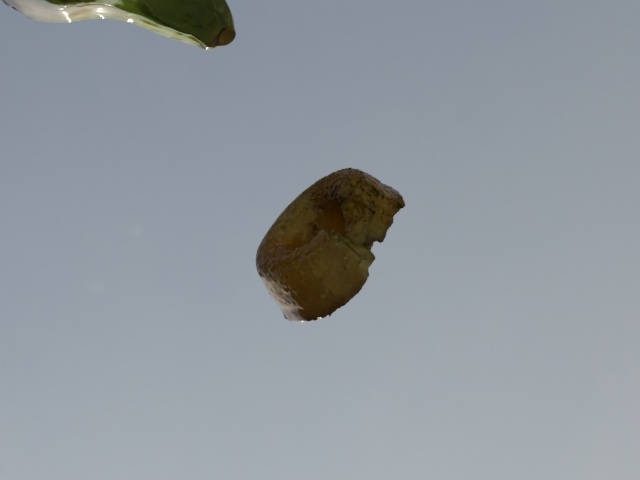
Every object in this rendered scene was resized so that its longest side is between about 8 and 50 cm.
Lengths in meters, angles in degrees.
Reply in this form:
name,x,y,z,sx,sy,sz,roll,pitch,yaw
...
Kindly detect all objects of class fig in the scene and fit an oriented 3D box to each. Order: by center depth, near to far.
name,x,y,z,sx,sy,sz,roll,pitch,yaw
fig,-0.185,-0.269,1.540,0.275,0.206,0.206,34,-116,-9

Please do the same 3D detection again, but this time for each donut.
name,x,y,z,sx,sy,sz,roll,pitch,yaw
donut,0.000,0.000,1.074,0.043,0.097,0.108,46,-133,-23
